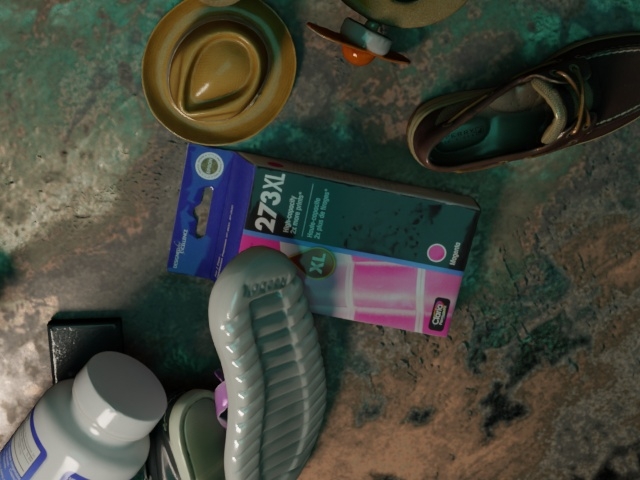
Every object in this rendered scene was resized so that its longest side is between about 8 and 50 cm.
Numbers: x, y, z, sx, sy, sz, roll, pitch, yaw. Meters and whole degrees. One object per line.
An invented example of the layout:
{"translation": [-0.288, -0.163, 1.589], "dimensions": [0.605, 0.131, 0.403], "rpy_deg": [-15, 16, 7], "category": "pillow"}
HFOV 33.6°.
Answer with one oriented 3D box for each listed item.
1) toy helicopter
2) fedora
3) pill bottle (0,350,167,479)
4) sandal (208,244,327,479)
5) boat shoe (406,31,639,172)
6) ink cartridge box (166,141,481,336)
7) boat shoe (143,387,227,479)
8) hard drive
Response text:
{"translation": [0.016, -0.292, 1.167], "dimensions": [0.355, 0.140, 0.235], "rpy_deg": [-9, 123, -21], "category": "toy helicopter"}
{"translation": [-0.121, -0.198, 1.253], "dimensions": [0.194, 0.079, 0.194], "rpy_deg": [-1, 107, -2], "category": "fedora"}
{"translation": [-0.308, 0.269, 1.323], "dimensions": [0.152, 0.152, 0.272], "rpy_deg": [35, 113, -12], "category": "pill bottle"}
{"translation": [-0.078, 0.167, 1.324], "dimensions": [0.169, 0.102, 0.416], "rpy_deg": [-30, 136, -36], "category": "sandal"}
{"translation": [0.273, -0.154, 1.260], "dimensions": [0.342, 0.123, 0.123], "rpy_deg": [-15, 107, 2], "category": "boat shoe"}
{"translation": [0.000, 0.000, 1.329], "dimensions": [0.371, 0.069, 0.176], "rpy_deg": [11, 106, -3], "category": "ink cartridge box"}
{"translation": [-0.179, 0.352, 1.402], "dimensions": [0.113, 0.127, 0.340], "rpy_deg": [6, 113, 37], "category": "boat shoe"}
{"translation": [-0.302, 0.167, 1.382], "dimensions": [0.094, 0.022, 0.135], "rpy_deg": [-2, 107, -2], "category": "hard drive"}
